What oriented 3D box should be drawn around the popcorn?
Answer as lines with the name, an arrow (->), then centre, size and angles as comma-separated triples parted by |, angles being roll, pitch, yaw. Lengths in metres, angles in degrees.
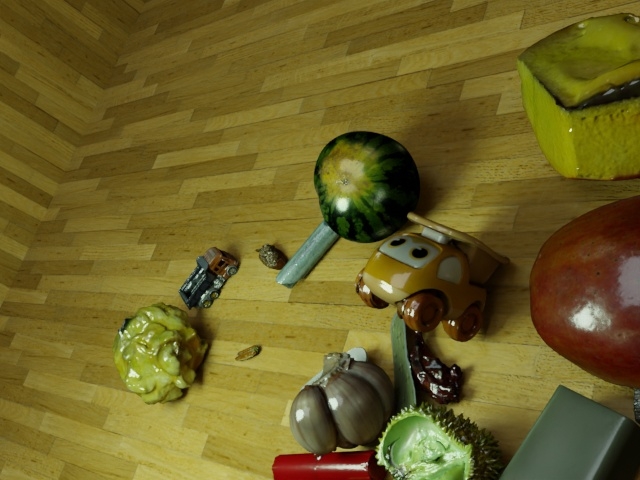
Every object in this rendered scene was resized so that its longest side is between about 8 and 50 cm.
popcorn -> -0.440, 0.308, 2.162 | 0.252, 0.215, 0.286 | -2, 59, 9

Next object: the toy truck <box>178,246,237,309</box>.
toy truck -> -0.329, 0.111, 2.276 | 0.192, 0.092, 0.083 | -52, 37, 4

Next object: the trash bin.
trash bin -> 0.410, 0.382, 1.288 | 0.164, 0.122, 0.240 | 26, 81, 51

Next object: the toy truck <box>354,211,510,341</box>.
toy truck -> 0.229, 0.074, 1.591 | 0.204, 0.288, 0.212 | 27, 96, 51

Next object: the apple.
apple -> 0.540, 0.077, 1.344 | 0.365, 0.329, 0.295 | -12, 95, 46

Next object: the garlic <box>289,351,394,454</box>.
garlic -> 0.054, 0.345, 1.616 | 0.160, 0.191, 0.214 | -26, 9, 36

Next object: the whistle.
whistle -> 0.000, 0.000, 2.037 | 0.312, 0.062, 0.062 | -50, 38, 8

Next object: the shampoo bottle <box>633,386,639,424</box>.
shampoo bottle -> 0.608, 0.250, 1.221 | 0.227, 0.056, 0.086 | -11, 52, 42

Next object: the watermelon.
watermelon -> 0.108, -0.130, 1.863 | 0.269, 0.269, 0.269 | -26, 47, 32

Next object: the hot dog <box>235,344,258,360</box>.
hot dog -> -0.189, 0.296, 2.055 | 0.083, 0.021, 0.037 | -23, 27, 38

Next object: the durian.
durian -> 0.221, 0.408, 1.420 | 0.237, 0.176, 0.200 | 24, 78, 46

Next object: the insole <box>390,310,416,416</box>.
insole -> 0.172, 0.285, 1.654 | 0.109, 0.007, 0.322 | 117, 158, -47

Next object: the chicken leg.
chicken leg -> 0.227, 0.258, 1.623 | 0.089, 0.048, 0.219 | -46, 39, 7

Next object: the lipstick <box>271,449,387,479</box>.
lipstick -> 0.015, 0.482, 1.666 | 0.279, 0.073, 0.073 | -16, 53, 38

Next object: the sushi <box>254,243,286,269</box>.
sushi -> -0.136, 0.045, 2.153 | 0.052, 0.055, 0.120 | -56, 36, 10

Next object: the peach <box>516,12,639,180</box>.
peach -> 0.569, -0.262, 1.491 | 0.306, 0.242, 0.380 | -27, 29, 2

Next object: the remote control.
remote control -> 0.031, 0.320, 1.791 | 0.229, 0.044, 0.073 | -43, 36, 29
